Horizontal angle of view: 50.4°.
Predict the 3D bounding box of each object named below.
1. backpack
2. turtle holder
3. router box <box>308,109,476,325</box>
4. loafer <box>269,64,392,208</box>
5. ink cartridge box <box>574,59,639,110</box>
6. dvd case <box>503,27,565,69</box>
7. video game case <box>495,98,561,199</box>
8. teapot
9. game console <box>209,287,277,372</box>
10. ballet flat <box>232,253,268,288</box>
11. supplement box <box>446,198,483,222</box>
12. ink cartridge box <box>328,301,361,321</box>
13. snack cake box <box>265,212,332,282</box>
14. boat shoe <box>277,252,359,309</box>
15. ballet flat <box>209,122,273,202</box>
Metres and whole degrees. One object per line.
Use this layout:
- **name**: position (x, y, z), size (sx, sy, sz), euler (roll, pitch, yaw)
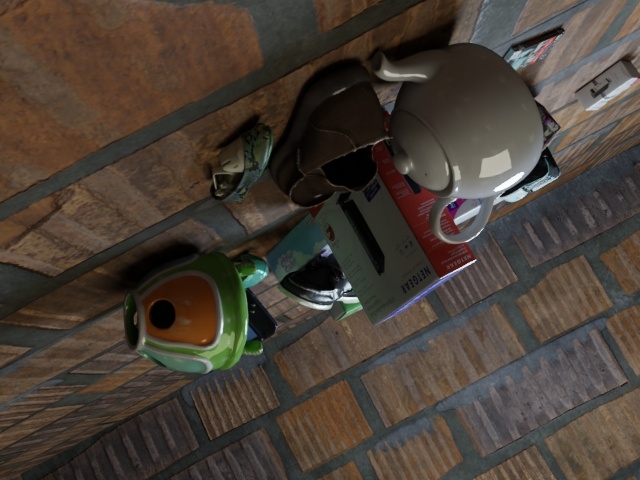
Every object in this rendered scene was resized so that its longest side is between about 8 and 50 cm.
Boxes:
- **backpack**: position (0.526, -0.195, 1.819), size (0.188, 0.166, 0.144), euler (-32, 159, 28)
- **turtle holder**: position (-0.273, 0.136, 1.355), size (0.227, 0.243, 0.320), euler (-4, -162, -28)
- **router box**: position (0.111, -0.026, 1.261), size (0.082, 0.301, 0.335), euler (-24, 167, -22)
- **loafer**: position (0.011, -0.119, 1.053), size (0.133, 0.130, 0.366), euler (-25, 168, -15)
- **ink cartridge box**: position (0.730, -0.391, 1.723), size (0.099, 0.056, 0.135), euler (-16, 162, -49)
- **dvd case**: position (0.378, -0.341, 1.239), size (0.119, 0.013, 0.087), euler (-26, 168, -17)
- **video game case**: position (0.434, -0.206, 1.522), size (0.210, 0.042, 0.232), euler (-51, -174, 23)
- **teapot**: position (0.192, -0.152, 1.021), size (0.187, 0.256, 0.252), euler (-34, 165, -13)
- **game console**: position (-0.306, 0.246, 1.812), size (0.293, 0.250, 0.173), euler (-32, -166, 20)
- **ballet flat**: position (-0.240, 0.101, 1.587), size (0.247, 0.083, 0.087), euler (-30, 144, 10)
- **supplement box**: position (0.464, -0.146, 2.022), size (0.220, 0.111, 0.114), euler (-29, 168, 3)
- **ink cartridge box**: position (0.128, 0.069, 1.918), size (0.289, 0.211, 0.121), euler (-23, 167, -22)
- **snack cake box**: position (0.000, 0.000, 1.639), size (0.152, 0.089, 0.264), euler (-19, 165, -40)
- **boat shoe**: position (0.025, 0.083, 1.577), size (0.340, 0.127, 0.113), euler (7, 115, -56)
- **ballet flat**: position (-0.122, -0.106, 0.986), size (0.070, 0.070, 0.188), euler (-22, 163, -29)
